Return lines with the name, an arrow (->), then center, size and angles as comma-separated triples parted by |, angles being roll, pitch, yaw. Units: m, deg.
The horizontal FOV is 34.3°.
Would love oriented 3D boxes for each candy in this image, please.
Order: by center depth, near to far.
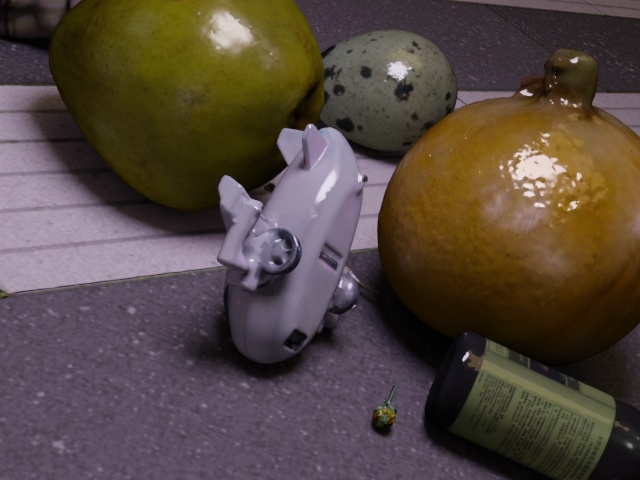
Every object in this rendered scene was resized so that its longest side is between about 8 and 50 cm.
candy -> 0.070, 0.162, 1.039 | 0.023, 0.025, 0.083 | 10, 21, 12

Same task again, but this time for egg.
egg -> 0.086, -0.219, 1.513 | 0.228, 0.177, 0.177 | 6, 31, 0

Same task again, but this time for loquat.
loquat -> 0.236, -0.036, 1.150 | 0.328, 0.359, 0.328 | 11, 22, -5

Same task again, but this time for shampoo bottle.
shampoo bottle -> 0.250, 0.191, 1.035 | 0.284, 0.101, 0.101 | 25, 30, 2

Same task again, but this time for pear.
pear -> -0.166, -0.188, 1.211 | 0.375, 0.287, 0.287 | 13, 25, 24

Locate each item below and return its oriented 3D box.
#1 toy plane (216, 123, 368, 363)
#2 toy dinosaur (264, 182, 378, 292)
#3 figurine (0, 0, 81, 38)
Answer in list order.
toy plane -> -0.027, 0.001, 1.046 | 0.118, 0.252, 0.252 | 11, 22, 30
toy dinosaur -> -0.008, 0.009, 1.213 | 0.180, 0.058, 0.037 | 39, 40, 1
figurine -> -0.248, -0.313, 1.410 | 0.380, 0.248, 0.203 | 5, 38, -5
